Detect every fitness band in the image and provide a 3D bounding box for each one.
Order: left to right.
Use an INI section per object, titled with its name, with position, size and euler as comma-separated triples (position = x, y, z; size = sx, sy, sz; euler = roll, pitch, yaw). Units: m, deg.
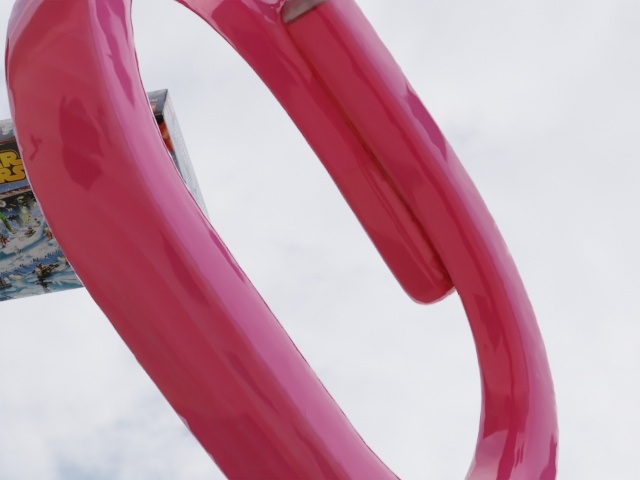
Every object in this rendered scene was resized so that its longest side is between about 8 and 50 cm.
[fitness band]
position = 0.000, 0.000, 0.475
size = 0.054, 0.209, 0.291
euler = -28, -75, 29

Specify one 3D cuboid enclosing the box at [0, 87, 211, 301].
[box]
position = -0.130, -0.019, 0.622
size = 0.137, 0.027, 0.094
euler = -9, -54, 7
